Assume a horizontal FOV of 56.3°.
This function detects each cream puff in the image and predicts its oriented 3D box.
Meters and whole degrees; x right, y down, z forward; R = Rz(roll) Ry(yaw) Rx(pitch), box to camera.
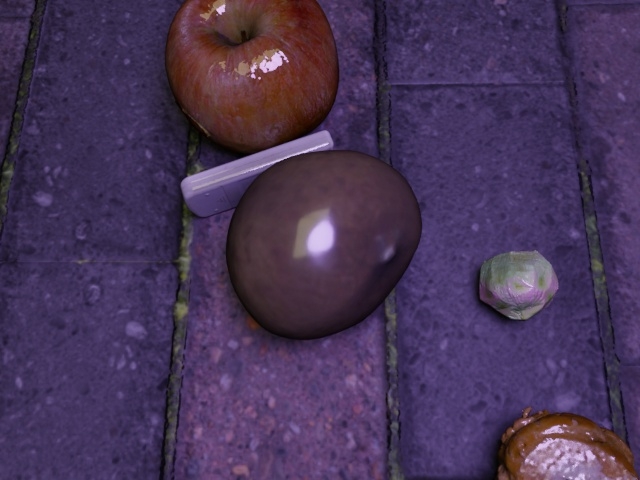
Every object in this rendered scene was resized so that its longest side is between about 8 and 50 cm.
[{"bbox_3d":[0.246,0.238,0.600,0.144,0.103,0.126,28,88,12],"label":"cream puff"}]

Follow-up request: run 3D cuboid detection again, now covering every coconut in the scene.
[{"bbox_3d":[0.223,0.051,0.674,0.083,0.082,0.081,4,67,6],"label":"coconut"}]

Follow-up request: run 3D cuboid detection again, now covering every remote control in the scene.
[{"bbox_3d":[-0.075,-0.079,0.729,0.190,0.087,0.029,-20,73,-3],"label":"remote control"}]

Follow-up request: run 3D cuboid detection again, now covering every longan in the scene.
[{"bbox_3d":[0.000,0.000,0.648,0.196,0.196,0.220,41,85,14],"label":"longan"}]

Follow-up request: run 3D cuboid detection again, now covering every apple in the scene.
[{"bbox_3d":[-0.079,-0.209,0.722,0.211,0.188,0.211,-2,71,6],"label":"apple"}]
